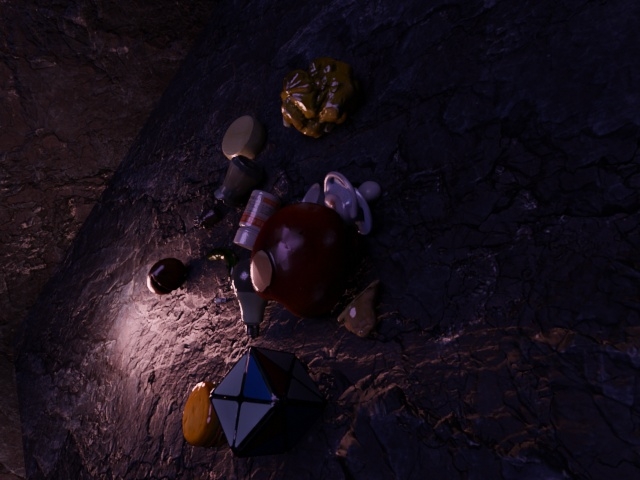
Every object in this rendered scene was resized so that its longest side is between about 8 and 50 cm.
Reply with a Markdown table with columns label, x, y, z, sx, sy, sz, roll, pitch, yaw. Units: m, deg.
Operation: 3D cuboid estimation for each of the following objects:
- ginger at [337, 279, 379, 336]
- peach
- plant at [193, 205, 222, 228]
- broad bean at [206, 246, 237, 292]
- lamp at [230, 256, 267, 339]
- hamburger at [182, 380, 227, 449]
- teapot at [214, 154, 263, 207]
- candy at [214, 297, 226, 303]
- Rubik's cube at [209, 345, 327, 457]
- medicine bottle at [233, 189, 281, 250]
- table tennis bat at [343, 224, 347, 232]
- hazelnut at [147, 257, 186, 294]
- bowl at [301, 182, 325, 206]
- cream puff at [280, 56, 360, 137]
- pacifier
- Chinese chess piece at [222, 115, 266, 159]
| label | x | y | z | sx | sy | sz | roll | pitch | yaw |
| --- | --- | --- | --- | --- | --- | --- | --- | --- | --- |
| ginger | 0.153 | 0.220 | 1.398 | 0.123 | 0.115 | 0.193 | 38 | 88 | 23 |
| peach | -0.074 | 0.073 | 1.465 | 0.335 | 0.310 | 0.405 | 28 | 110 | 49 |
| plant | -0.572 | -0.116 | 2.186 | 0.143 | 0.092 | 0.094 | -29 | 60 | 17 |
| broad bean | -0.450 | 0.105 | 1.997 | 0.144 | 0.049 | 0.292 | -51 | 46 | 11 |
| lamp | -0.281 | 0.221 | 1.733 | 0.182 | 0.182 | 0.313 | 21 | 104 | 45 |
| hamburger | -0.391 | 0.645 | 1.600 | 0.246 | 0.170 | 0.245 | -31 | 48 | 42 |
| teapot | -0.394 | -0.286 | 2.077 | 0.225 | 0.171 | 0.203 | -50 | 14 | 19 |
| candy | -0.452 | 0.274 | 1.937 | 0.083 | 0.020 | 0.030 | -13 | 60 | 37 |
| Rubik's cube | -0.173 | 0.524 | 1.414 | 0.246 | 0.248 | 0.250 | -51 | 47 | 9 |
| medicine bottle | -0.274 | -0.083 | 1.873 | 0.145 | 0.145 | 0.251 | 16 | 82 | 44 |
| table tennis bat | 0.000 | 0.000 | 1.670 | 0.257 | 0.039 | 0.160 | -27 | 53 | 36 |
| hazelnut | -0.781 | 0.172 | 2.172 | 0.204 | 0.178 | 0.177 | -34 | 50 | 14 |
| bowl | -0.016 | -0.123 | 1.690 | 0.189 | 0.086 | 0.188 | -50 | 27 | 36 |
| cream puff | -0.025 | -0.631 | 1.832 | 0.379 | 0.276 | 0.377 | -21 | 54 | 32 |
| pacifier | 0.133 | -0.158 | 1.558 | 0.208 | 0.227 | 0.279 | -25 | 42 | -21 |
| Chinese chess piece | -0.393 | -0.517 | 2.214 | 0.251 | 0.101 | 0.250 | -19 | 58 | 34 |
